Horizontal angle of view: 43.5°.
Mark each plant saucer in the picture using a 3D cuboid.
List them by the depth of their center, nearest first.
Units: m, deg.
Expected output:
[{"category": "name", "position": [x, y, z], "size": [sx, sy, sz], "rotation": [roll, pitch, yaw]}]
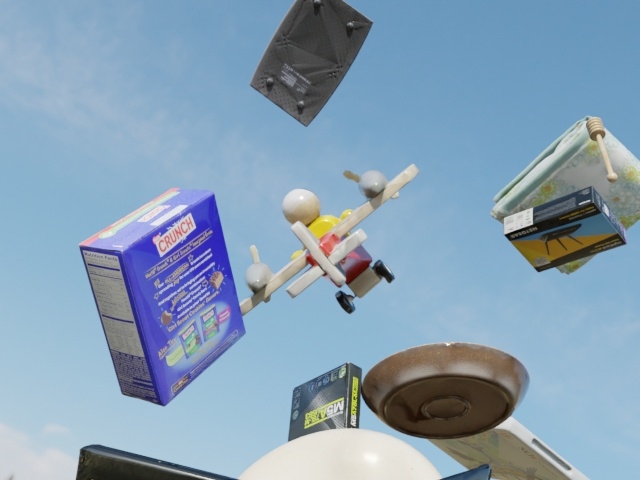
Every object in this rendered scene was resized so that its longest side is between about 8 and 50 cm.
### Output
[{"category": "plant saucer", "position": [0.229, 0.290, 1.469], "size": [0.310, 0.050, 0.311], "rotation": [1, -40, 1]}]

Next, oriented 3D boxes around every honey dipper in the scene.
[{"category": "honey dipper", "position": [0.513, -0.161, 1.456], "size": [0.030, 0.161, 0.031], "rotation": [1, -41, 1]}]

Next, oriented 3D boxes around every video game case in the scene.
[{"category": "video game case", "position": [0.387, 0.470, 1.801], "size": [0.300, 0.036, 0.329], "rotation": [39, -27, -25]}]

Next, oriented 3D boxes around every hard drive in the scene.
[{"category": "hard drive", "position": [-0.017, -0.381, 1.644], "size": [0.172, 0.054, 0.255], "rotation": [37, -68, 6]}]

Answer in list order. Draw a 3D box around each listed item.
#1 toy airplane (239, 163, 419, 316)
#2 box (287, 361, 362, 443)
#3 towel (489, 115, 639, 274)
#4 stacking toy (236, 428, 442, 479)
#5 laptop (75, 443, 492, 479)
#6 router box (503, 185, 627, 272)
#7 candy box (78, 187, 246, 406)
[{"category": "toy airplane", "position": [0.000, 0.000, 1.708], "size": [0.272, 0.386, 0.384], "rotation": [54, -36, 16]}, {"category": "box", "position": [0.007, 0.369, 1.672], "size": [0.045, 0.184, 0.190], "rotation": [32, -44, -28]}, {"category": "towel", "position": [0.696, -0.111, 2.189], "size": [0.320, 0.090, 0.374], "rotation": [37, -65, -18]}, {"category": "stacking toy", "position": [0.062, 0.542, 1.152], "size": [0.350, 0.351, 0.480], "rotation": [1, -52, 30]}, {"category": "laptop", "position": [-0.049, 0.408, 0.849], "size": [0.407, 0.382, 0.236], "rotation": [12, 5, 6]}, {"category": "router box", "position": [0.447, -0.017, 1.472], "size": [0.178, 0.046, 0.133], "rotation": [-23, -50, 36]}, {"category": "candy box", "position": [-0.283, 0.097, 1.495], "size": [0.122, 0.268, 0.317], "rotation": [6, -63, 30]}]
